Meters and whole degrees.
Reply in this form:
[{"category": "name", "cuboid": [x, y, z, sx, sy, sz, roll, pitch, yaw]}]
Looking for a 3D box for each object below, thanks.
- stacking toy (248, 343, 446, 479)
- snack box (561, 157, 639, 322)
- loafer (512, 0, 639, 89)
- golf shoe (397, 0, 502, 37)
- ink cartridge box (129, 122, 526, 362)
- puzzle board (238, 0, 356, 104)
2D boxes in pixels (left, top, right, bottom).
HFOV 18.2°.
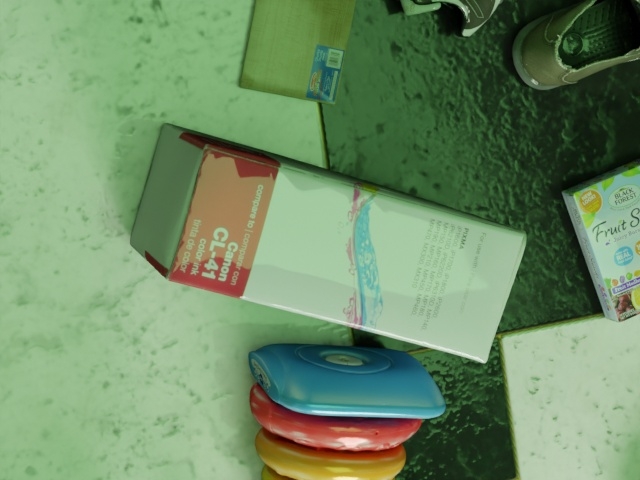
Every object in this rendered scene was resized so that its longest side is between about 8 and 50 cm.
[{"category": "stacking toy", "cuboid": [0.004, 0.254, 1.886, 0.166, 0.175, 0.301, 3, 103, -17]}, {"category": "snack box", "cuboid": [0.311, -0.002, 1.989, 0.100, 0.037, 0.141, -23, 101, -12]}, {"category": "loafer", "cuboid": [0.310, -0.216, 1.937, 0.251, 0.087, 0.094, -30, 103, -9]}, {"category": "golf shoe", "cuboid": [0.087, -0.264, 1.881, 0.198, 0.077, 0.094, 28, 89, -15]}, {"category": "ink cartridge box", "cuboid": [0.000, 0.000, 1.813, 0.306, 0.226, 0.131, 17, 93, -15]}, {"category": "puzzle board", "cuboid": [-0.020, -0.199, 1.895, 0.096, 0.011, 0.128, 10, 95, -16]}]
